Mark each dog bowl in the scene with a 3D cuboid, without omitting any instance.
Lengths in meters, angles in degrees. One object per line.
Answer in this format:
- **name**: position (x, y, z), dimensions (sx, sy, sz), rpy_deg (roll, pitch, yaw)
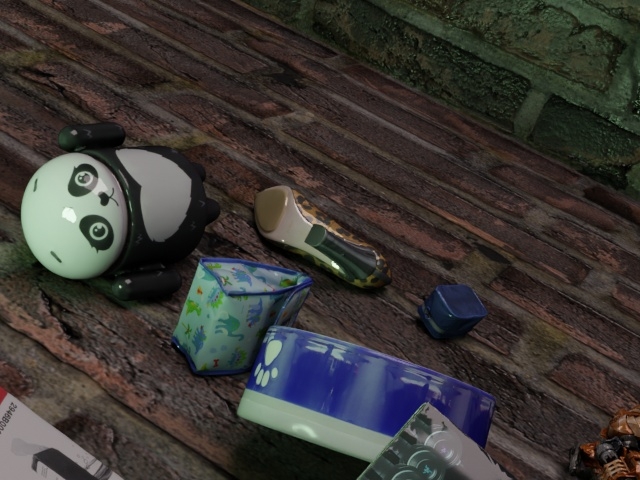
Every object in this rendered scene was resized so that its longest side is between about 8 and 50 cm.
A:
- **dog bowl**: position (0.051, 0.182, 1.095), dimensions (0.265, 0.104, 0.265), rpy_deg (18, -9, 3)

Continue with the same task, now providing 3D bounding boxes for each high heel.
- **high heel**: position (0.000, 0.000, 1.657), dimensions (0.186, 0.093, 0.261), rpy_deg (33, 1, -37)

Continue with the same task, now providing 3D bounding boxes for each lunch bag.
- **lunch bag**: position (-0.092, 0.097, 1.275), dimensions (0.151, 0.128, 0.096), rpy_deg (3, 32, -40)
- **lunch bag**: position (0.199, 0.114, 1.568), dimensions (0.098, 0.065, 0.067), rpy_deg (2, 47, -40)

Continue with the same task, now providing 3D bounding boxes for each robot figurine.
- **robot figurine**: position (-0.264, -0.042, 1.362), dimensions (0.209, 0.173, 0.278), rpy_deg (33, 26, 29)

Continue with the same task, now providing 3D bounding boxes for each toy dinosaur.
- **toy dinosaur**: position (0.442, 0.284, 1.335), dimensions (0.219, 0.164, 0.322), rpy_deg (12, 43, 16)

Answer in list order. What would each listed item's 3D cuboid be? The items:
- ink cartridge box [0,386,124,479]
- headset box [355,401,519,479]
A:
- **ink cartridge box**: position (-0.238, 0.241, 0.756), dimensions (0.273, 0.114, 0.197), rpy_deg (42, 20, -14)
- **headset box**: position (0.117, 0.289, 0.828), dimensions (0.283, 0.246, 0.131), rpy_deg (41, 66, 12)
